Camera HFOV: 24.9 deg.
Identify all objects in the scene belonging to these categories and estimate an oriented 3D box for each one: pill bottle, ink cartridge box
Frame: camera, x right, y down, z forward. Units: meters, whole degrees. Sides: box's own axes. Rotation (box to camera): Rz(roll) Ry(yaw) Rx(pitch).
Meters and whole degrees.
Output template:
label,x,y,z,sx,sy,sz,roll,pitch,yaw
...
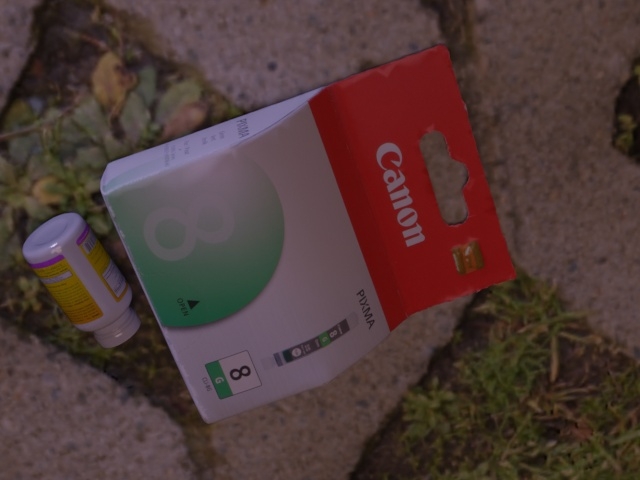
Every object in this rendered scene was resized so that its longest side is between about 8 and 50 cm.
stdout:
label,x,y,z,sx,sy,sz,roll,pitch,yaw
pill bottle,-0.146,0.026,0.900,0.043,0.043,0.083,-27,117,6
ink cartridge box,0.000,0.000,0.904,0.225,0.056,0.181,-19,118,4
